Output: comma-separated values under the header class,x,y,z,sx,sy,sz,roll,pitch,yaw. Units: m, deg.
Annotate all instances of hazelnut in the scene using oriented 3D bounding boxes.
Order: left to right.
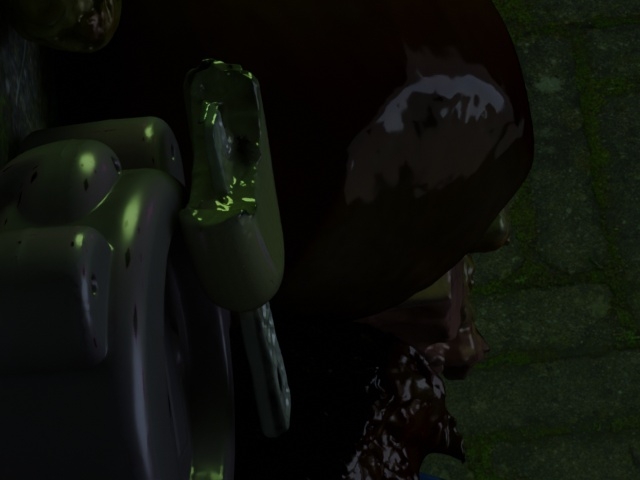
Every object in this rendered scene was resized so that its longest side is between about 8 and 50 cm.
class,x,y,z,sx,sy,sz,roll,pitch,yaw
hazelnut,-0.026,-0.107,1.331,0.366,0.365,0.366,-6,90,-87

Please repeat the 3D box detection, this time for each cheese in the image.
class,x,y,z,sx,sy,sz,roll,pitch,yaw
cheese,-0.046,0.018,1.076,0.127,0.049,0.235,-88,169,-56

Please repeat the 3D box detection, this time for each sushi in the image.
class,x,y,z,sx,sy,sz,roll,pitch,yaw
sushi,-0.026,0.203,1.343,0.343,0.182,0.196,-65,144,-36

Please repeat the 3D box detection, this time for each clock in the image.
class,x,y,z,sx,sy,sz,roll,pitch,yaw
clock,-0.126,0.087,1.028,0.322,0.113,0.296,-74,157,-77

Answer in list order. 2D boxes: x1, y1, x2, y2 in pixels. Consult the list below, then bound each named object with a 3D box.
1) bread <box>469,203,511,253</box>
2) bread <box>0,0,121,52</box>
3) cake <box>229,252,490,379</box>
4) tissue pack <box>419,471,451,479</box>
class,x,y,z,sx,sy,sz,roll,pitch,yaw
bread,0.051,-0.112,2.213,0.390,0.371,0.279,-19,106,-83
bread,-0.168,-0.252,1.208,0.077,0.084,0.367,-50,-152,32
cake,0.000,0.000,1.677,0.307,0.314,0.293,80,6,-67
tissue pack,0.032,0.320,1.767,0.263,0.146,0.198,24,69,-47
